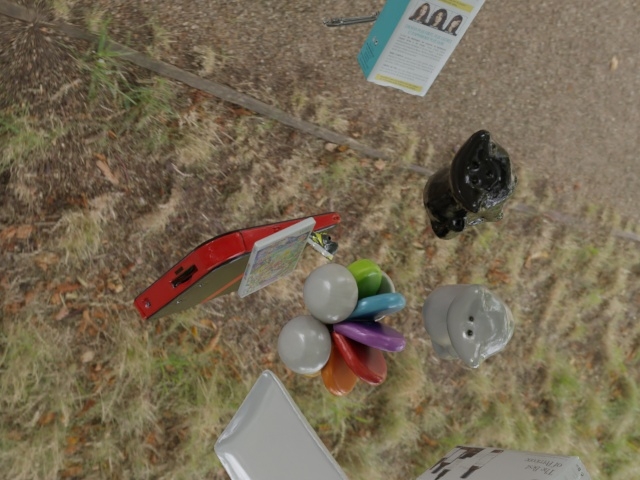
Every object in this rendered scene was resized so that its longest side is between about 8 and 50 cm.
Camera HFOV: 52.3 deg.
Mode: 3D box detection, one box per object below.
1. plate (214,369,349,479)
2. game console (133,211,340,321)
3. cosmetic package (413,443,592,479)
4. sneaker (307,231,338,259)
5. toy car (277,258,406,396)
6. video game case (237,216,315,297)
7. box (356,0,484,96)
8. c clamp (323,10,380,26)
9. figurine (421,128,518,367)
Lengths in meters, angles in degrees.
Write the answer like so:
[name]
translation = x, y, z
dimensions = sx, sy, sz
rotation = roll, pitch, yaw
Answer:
[plate]
translation = -0.076, 0.434, 1.271
dimensions = 0.045, 0.277, 0.278
rotation = -8, 139, -48
[game console]
translation = -0.183, 0.052, 1.379
dimensions = 0.341, 0.386, 0.060
rotation = -19, 80, -46
[cosmetic package]
translation = 0.209, 0.300, 0.784
dimensions = 0.098, 0.239, 0.061
rotation = -31, 89, -25
[sneaker]
translation = 0.000, 0.000, 1.130
dimensions = 0.035, 0.083, 0.031
rotation = -47, 152, -2
[toy car]
translation = 0.045, 0.118, 0.851
dimensions = 0.159, 0.136, 0.182
rotation = 11, 108, -56
[video game case]
translation = -0.057, 0.023, 0.825
dimensions = 0.087, 0.011, 0.122
rotation = -25, 157, -31
[box]
translation = 0.149, -0.313, 0.856
dimensions = 0.100, 0.060, 0.244
rotation = 9, 133, -28
[c clamp]
translation = 0.078, -0.510, 1.502
dimensions = 0.160, 0.137, 0.022
rotation = -1, 113, 16
[figurine]
translation = 0.146, 0.016, 0.635
dimensions = 0.092, 0.209, 0.215
rotation = 1, 85, 8
